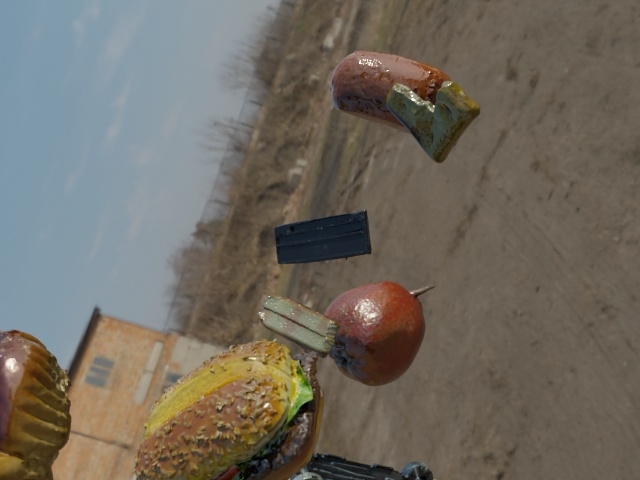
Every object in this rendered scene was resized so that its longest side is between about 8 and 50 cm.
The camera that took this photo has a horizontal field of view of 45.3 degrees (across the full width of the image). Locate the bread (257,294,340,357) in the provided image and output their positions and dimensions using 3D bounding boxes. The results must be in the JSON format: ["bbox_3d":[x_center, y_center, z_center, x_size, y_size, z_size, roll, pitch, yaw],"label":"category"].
[{"bbox_3d":[-0.013,0.096,0.826,0.062,0.109,0.043,36,-102,-50],"label":"bread"}]

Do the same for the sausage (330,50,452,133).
[{"bbox_3d":[0.147,-0.313,1.615,0.153,0.268,0.141,9,-81,-73],"label":"sausage"}]

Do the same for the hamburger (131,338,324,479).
[{"bbox_3d":[-0.074,0.146,0.595,0.166,0.087,0.137,-35,25,21],"label":"hamburger"}]

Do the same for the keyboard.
[{"bbox_3d":[0.000,0.000,1.443,0.250,0.017,0.087,-9,87,45],"label":"keyboard"}]

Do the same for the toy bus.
[{"bbox_3d":[0.060,0.433,1.238,0.144,0.330,0.152,-127,55,-73],"label":"toy bus"}]

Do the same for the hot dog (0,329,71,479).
[{"bbox_3d":[-0.549,0.310,1.194,0.365,0.196,0.367,2,66,42],"label":"hot dog"}]

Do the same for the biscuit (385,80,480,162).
[{"bbox_3d":[0.205,-0.246,1.423,0.039,0.174,0.183,-31,-10,-28],"label":"biscuit"}]

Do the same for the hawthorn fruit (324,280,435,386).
[{"bbox_3d":[0.134,0.175,1.603,0.262,0.210,0.210,-35,-11,-23],"label":"hawthorn fruit"}]
